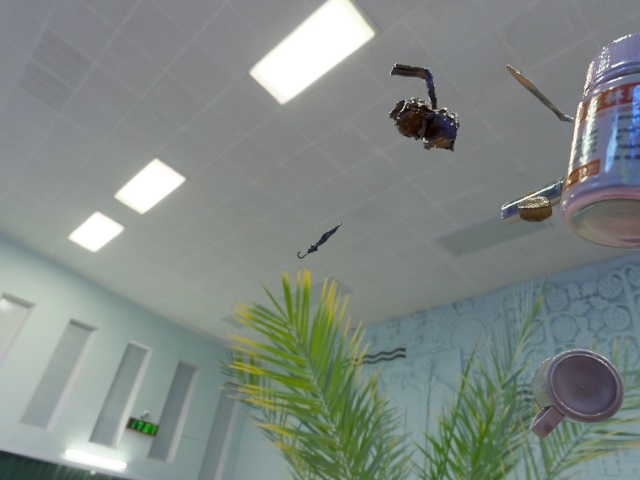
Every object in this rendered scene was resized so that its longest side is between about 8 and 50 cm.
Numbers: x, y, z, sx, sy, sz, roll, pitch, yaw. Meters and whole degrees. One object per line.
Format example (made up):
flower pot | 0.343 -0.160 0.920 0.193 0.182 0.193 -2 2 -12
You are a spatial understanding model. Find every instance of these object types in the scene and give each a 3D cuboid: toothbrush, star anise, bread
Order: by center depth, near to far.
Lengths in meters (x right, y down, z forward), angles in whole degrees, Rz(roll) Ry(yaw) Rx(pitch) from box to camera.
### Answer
bread | 0.559 -0.076 1.178 0.085 0.085 0.053 -7 -66 23
toothbrush | 0.627 -0.358 1.215 0.375 0.028 0.037 30 -51 -21
star anise | 0.275 -0.366 1.260 0.237 0.346 0.148 6 -38 -36

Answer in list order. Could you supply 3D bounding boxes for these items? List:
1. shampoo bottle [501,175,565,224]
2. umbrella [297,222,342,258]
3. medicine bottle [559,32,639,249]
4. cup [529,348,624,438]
shampoo bottle | 0.634 -0.119 1.298 0.056 0.086 0.227 40 -38 -15
umbrella | 0.002 0.003 0.976 0.022 0.122 0.013 57 -10 -12
medicine bottle | 0.608 -0.195 0.877 0.219 0.388 0.219 19 -21 8
cup | 0.745 0.457 1.379 0.288 0.208 0.273 -23 -24 10
